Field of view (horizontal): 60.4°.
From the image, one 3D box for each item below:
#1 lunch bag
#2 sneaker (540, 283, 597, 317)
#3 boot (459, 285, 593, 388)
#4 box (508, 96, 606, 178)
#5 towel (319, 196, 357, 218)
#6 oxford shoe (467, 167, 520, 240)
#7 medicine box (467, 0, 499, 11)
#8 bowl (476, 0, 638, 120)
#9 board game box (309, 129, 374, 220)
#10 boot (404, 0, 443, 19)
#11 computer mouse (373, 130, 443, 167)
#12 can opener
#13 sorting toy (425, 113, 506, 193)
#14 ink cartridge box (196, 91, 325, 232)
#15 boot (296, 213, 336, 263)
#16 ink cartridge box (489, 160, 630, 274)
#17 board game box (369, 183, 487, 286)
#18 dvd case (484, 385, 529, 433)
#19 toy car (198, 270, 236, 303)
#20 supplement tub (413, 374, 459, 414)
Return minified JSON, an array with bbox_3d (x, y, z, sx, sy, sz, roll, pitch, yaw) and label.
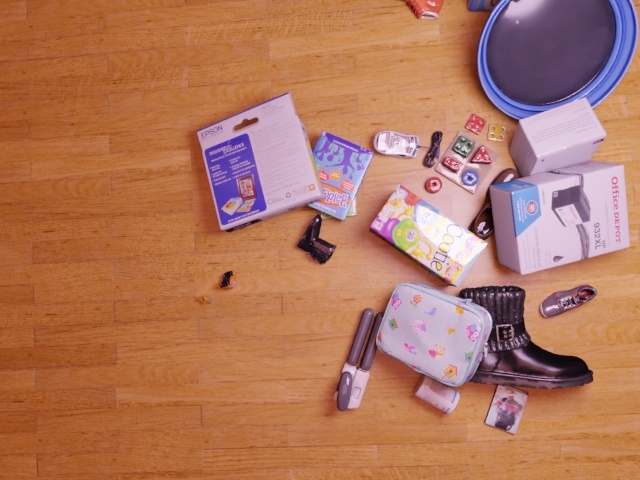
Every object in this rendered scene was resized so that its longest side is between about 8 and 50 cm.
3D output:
[{"bbox_3d":[0.302,0.236,1.442,0.279,0.108,0.224,21,94,32],"label":"lunch bag"},{"bbox_3d":[0.671,0.159,1.487,0.157,0.065,0.061,-28,85,3],"label":"sneaker"},{"bbox_3d":[0.543,0.251,1.460,0.347,0.131,0.260,2,87,5],"label":"boot"},{"bbox_3d":[0.615,-0.256,1.448,0.180,0.182,0.119,-19,70,4],"label":"box"},{"bbox_3d":[0.044,-0.140,1.577,0.113,0.023,0.152,-6,87,5],"label":"towel"},{"bbox_3d":[0.487,-0.098,1.503,0.082,0.096,0.227,26,88,7],"label":"oxford shoe"},{"bbox_3d":[0.551,-0.740,1.446,0.289,0.263,0.149,-1,86,5],"label":"medicine box"},{"bbox_3d":[0.602,-0.502,1.429,0.390,0.077,0.391,2,122,4],"label":"bowl"},{"bbox_3d":[0.037,-0.180,1.545,0.160,0.047,0.210,23,91,4],"label":"board game box"},{"bbox_3d":[0.271,-0.681,1.572,0.157,0.059,0.085,13,93,4],"label":"boot"},{"bbox_3d":[0.245,-0.270,1.560,0.192,0.042,0.106,9,92,0],"label":"computer mouse"},{"bbox_3d":[0.110,0.329,1.509,0.075,0.095,0.284,19,89,5],"label":"can opener"},{"bbox_3d":[0.418,-0.228,1.539,0.132,0.046,0.275,34,90,5],"label":"sorting toy"},{"bbox_3d":[-0.171,-0.214,1.536,0.303,0.072,0.307,-18,77,15],"label":"ink cartridge box"},{"bbox_3d":[0.000,0.000,1.561,0.099,0.045,0.121,32,98,8],"label":"boot"},{"bbox_3d":[0.617,-0.062,1.421,0.307,0.129,0.223,-14,103,-7],"label":"ink cartridge box"},{"bbox_3d":[0.285,-0.010,1.490,0.275,0.142,0.144,34,90,6],"label":"board game box"},{"bbox_3d":[0.511,0.459,1.510,0.087,0.013,0.120,20,88,6],"label":"dvd case"},{"bbox_3d":[-0.293,0.137,1.593,0.122,0.060,0.040,-30,129,19],"label":"toy car"},{"bbox_3d":[0.317,0.418,1.500,0.107,0.071,0.071,31,90,6],"label":"supplement tub"}]
